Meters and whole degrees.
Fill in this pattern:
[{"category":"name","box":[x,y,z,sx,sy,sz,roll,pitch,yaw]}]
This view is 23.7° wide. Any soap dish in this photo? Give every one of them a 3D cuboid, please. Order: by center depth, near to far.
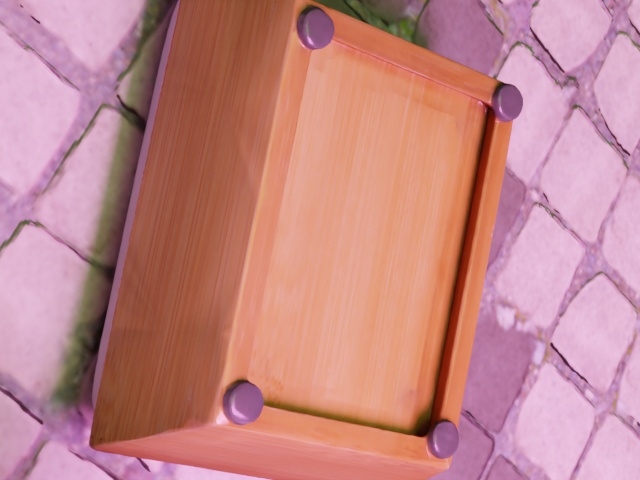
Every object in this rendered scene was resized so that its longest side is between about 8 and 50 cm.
[{"category":"soap dish","box":[0.000,0.000,0.909,0.229,0.118,0.290,17,80,-39]}]
